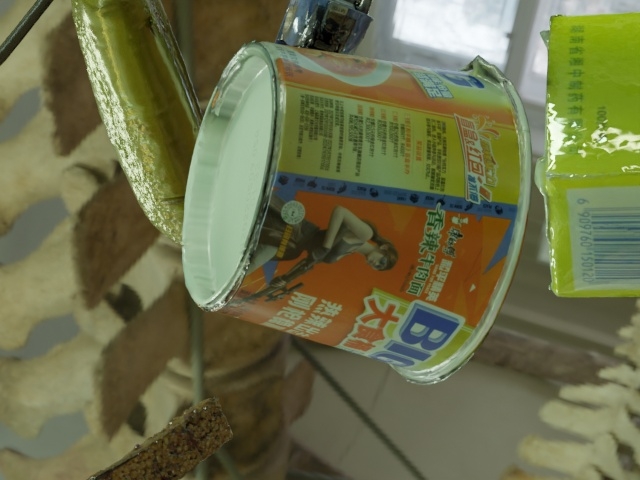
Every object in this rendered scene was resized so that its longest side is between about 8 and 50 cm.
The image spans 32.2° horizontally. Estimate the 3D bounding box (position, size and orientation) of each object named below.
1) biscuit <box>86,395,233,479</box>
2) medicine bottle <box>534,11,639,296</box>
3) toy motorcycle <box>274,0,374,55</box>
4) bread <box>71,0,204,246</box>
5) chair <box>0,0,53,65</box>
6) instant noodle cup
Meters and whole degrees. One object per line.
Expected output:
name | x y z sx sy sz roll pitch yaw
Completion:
biscuit | -0.181 0.251 1.264 0.199 0.034 0.064 -31 -80 -43
medicine bottle | 0.267 -0.053 0.705 0.141 0.250 0.137 72 -158 -50
toy motorcycle | -0.013 -0.294 1.675 0.358 0.125 0.212 -120 51 -80
bread | -0.208 -0.160 1.330 0.166 0.112 0.383 -103 -3 -57
chair | -0.368 -0.374 1.069 0.364 0.362 0.410 -48 23 13
instant noodle cup | 0.015 -0.032 0.950 0.296 0.214 0.296 -169 90 -68
